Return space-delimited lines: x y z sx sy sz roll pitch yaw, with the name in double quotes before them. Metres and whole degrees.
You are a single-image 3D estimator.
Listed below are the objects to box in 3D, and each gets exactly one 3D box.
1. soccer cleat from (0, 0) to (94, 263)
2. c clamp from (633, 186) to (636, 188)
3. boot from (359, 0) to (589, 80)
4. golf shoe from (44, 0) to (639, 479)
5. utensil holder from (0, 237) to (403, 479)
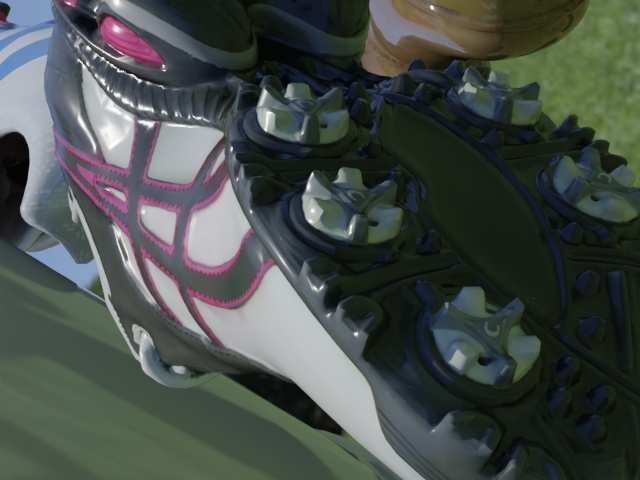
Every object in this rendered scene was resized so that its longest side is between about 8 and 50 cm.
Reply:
"soccer cleat" -0.188 -0.060 0.905 0.331 0.116 0.143 7 64 57
"c clamp" 0.223 0.028 1.070 0.161 0.137 0.022 -56 -8 -46
"boot" 0.074 -0.040 0.766 0.236 0.089 0.270 -124 19 -59
"golf shoe" 0.000 0.000 0.432 0.273 0.105 0.120 51 136 47
"utensil holder" -0.156 0.170 0.688 0.385 0.327 0.328 38 -131 -43
